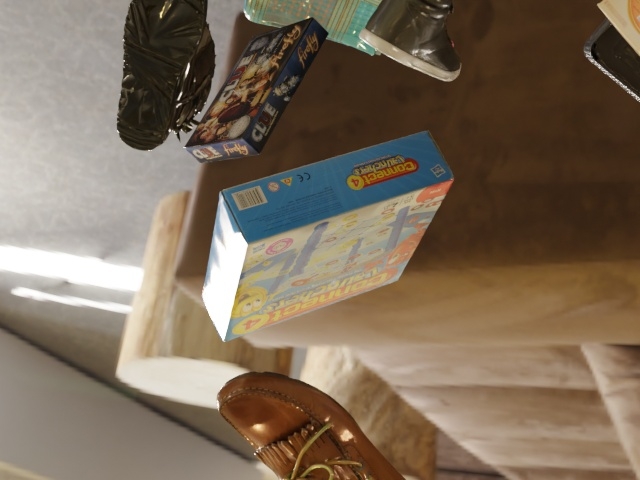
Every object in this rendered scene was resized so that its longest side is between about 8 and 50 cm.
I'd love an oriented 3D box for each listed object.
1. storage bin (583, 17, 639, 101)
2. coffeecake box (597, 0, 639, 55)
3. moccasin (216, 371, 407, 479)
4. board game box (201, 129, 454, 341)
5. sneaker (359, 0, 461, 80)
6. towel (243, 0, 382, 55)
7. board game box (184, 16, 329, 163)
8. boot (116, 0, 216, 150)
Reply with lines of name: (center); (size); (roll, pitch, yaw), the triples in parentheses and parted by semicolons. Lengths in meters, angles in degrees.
storage bin: (0.519, -0.288, 1.520); (0.180, 0.122, 0.084); (39, -166, -1)
coffeecake box: (0.389, -0.237, 0.940); (0.185, 0.142, 0.068); (-40, 134, 19)
moccasin: (-0.001, 0.325, 1.345); (0.139, 0.147, 0.380); (-26, 117, 27)
board game box: (0.000, 0.000, 1.366); (0.308, 0.086, 0.302); (-18, 156, -20)
sneaker: (0.183, -0.349, 1.554); (0.104, 0.147, 0.296); (39, -161, 25)
towel: (0.024, -0.456, 1.633); (0.272, 0.040, 0.370); (15, 155, -7)
board game box: (-0.102, -0.235, 1.533); (0.042, 0.243, 0.165); (42, 153, -31)
boot: (-0.088, -0.117, 0.603); (0.045, 0.099, 0.121); (19, 115, 3)
